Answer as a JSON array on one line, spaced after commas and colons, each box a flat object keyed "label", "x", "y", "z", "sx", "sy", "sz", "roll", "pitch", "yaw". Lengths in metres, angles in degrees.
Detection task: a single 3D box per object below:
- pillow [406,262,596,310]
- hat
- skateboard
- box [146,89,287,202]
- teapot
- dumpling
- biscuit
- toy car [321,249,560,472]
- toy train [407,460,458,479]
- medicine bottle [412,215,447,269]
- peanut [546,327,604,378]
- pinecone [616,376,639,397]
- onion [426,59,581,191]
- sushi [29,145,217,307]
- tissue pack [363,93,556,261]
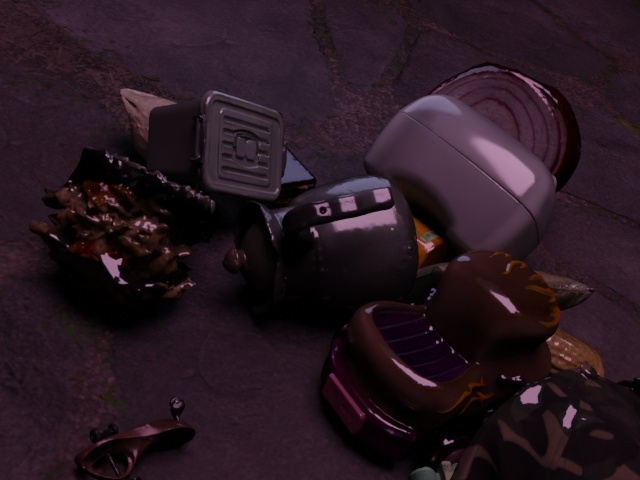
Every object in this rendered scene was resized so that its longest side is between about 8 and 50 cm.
[{"label": "pillow", "x": 0.280, "y": 0.084, "z": 1.544, "sx": 0.302, "sy": 0.185, "sz": 0.075, "roll": 8, "pitch": 75, "yaw": -18}, {"label": "hat", "x": 0.352, "y": 0.364, "z": 1.083, "sx": 0.366, "sy": 0.257, "sz": 0.382, "roll": -9, "pitch": 52, "yaw": -35}, {"label": "skateboard", "x": -0.223, "y": 0.259, "z": 1.133, "sx": 0.151, "sy": 0.067, "sz": 0.080, "roll": -16, "pitch": 59, "yaw": -34}, {"label": "box", "x": -0.174, "y": -0.150, "z": 1.536, "sx": 0.135, "sy": 0.163, "sz": 0.243, "roll": 1, "pitch": -2, "yaw": 30}, {"label": "teapot", "x": 0.000, "y": 0.023, "z": 1.400, "sx": 0.285, "sy": 0.223, "sz": 0.305, "roll": -7, "pitch": 10, "yaw": -23}, {"label": "dumpling", "x": -0.263, "y": -0.193, "z": 1.659, "sx": 0.215, "sy": 0.126, "sz": 0.166, "roll": 28, "pitch": 26, "yaw": 10}, {"label": "biscuit", "x": -0.120, "y": -0.153, "z": 1.724, "sx": 0.106, "sy": 0.070, "sz": 0.252, "roll": -13, "pitch": 47, "yaw": -40}, {"label": "toy car", "x": 0.183, "y": 0.153, "z": 1.320, "sx": 0.340, "sy": 0.240, "sz": 0.271, "roll": -10, "pitch": 45, "yaw": -36}, {"label": "toy train", "x": 0.167, "y": 0.366, "z": 1.169, "sx": 0.125, "sy": 0.081, "sz": 0.194, "roll": 6, "pitch": 38, "yaw": -13}, {"label": "medicine bottle", "x": 0.126, "y": -0.014, "z": 1.643, "sx": 0.192, "sy": 0.096, "sz": 0.096, "roll": 39, "pitch": 38, "yaw": 23}, {"label": "peanut", "x": 0.378, "y": 0.184, "z": 1.523, "sx": 0.194, "sy": 0.093, "sz": 0.083, "roll": 29, "pitch": 67, "yaw": -4}, {"label": "pinecone", "x": 0.485, "y": 0.290, "z": 1.354, "sx": 0.212, "sy": 0.169, "sz": 0.186, "roll": -16, "pitch": 66, "yaw": -37}, {"label": "onion", "x": 0.369, "y": -0.220, "z": 1.903, "sx": 0.336, "sy": 0.282, "sz": 0.260, "roll": 12, "pitch": 11, "yaw": 17}, {"label": "sushi", "x": -0.281, "y": -0.007, "z": 1.354, "sx": 0.238, "sy": 0.219, "sz": 0.225, "roll": 11, "pitch": -11, "yaw": 32}, {"label": "tissue pack", "x": 0.265, "y": -0.111, "z": 1.678, "sx": 0.333, "sy": 0.236, "sz": 0.229, "roll": 42, "pitch": -4, "yaw": 25}]
